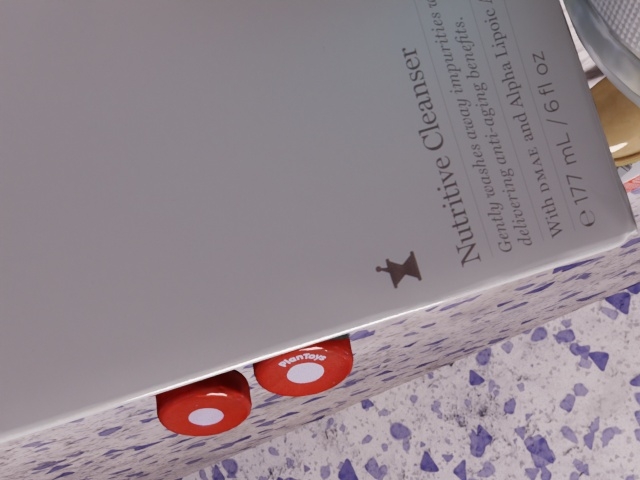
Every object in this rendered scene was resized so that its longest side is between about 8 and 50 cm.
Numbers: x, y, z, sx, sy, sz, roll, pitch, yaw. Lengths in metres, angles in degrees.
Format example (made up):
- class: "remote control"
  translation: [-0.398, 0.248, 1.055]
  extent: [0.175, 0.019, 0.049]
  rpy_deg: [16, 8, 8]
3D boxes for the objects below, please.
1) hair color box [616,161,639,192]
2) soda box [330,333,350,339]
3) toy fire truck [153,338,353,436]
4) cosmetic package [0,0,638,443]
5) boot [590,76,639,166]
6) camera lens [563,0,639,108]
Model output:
- class: "hair color box"
  translation: [0.314, -0.102, 1.060]
  extent: [0.167, 0.093, 0.053]
  rpy_deg: [-31, 161, 35]
- class: "soda box"
  translation: [0.000, 0.000, 0.888]
  extent: [0.060, 0.168, 0.053]
  rpy_deg: [12, -173, 40]
- class: "toy fire truck"
  translation: [-0.123, 0.057, 1.015]
  extent: [0.302, 0.169, 0.254]
  rpy_deg: [-26, 139, 21]
- class: "cosmetic package"
  translation: [-0.061, -0.040, 0.553]
  extent: [0.385, 0.217, 0.156]
  rpy_deg: [-19, -179, -10]
- class: "boot"
  translation: [0.317, -0.174, 0.848]
  extent: [0.236, 0.089, 0.269]
  rpy_deg: [-31, 164, 4]
- class: "camera lens"
  translation: [0.225, -0.173, 0.389]
  extent: [0.219, 0.219, 0.274]
  rpy_deg: [-15, 149, -15]
